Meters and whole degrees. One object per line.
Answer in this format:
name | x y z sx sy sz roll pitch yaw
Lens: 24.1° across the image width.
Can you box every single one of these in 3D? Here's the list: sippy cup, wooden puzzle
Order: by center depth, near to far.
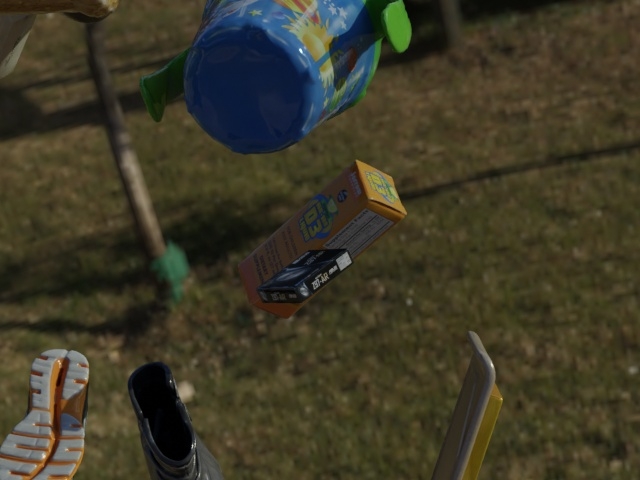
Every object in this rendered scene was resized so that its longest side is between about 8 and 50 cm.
wooden puzzle | 0.161 0.230 1.677 0.044 0.238 0.221 13 4 2
sippy cup | -0.059 -0.217 1.816 0.305 0.240 0.224 -52 6 28

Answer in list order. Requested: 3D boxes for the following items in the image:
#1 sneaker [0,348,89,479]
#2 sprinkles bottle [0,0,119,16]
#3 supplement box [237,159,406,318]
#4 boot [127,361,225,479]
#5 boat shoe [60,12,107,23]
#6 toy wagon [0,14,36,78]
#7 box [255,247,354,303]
sneaker | -0.286 0.215 1.592 0.084 0.083 0.215 10 41 1
sprinkles bottle | -0.292 -0.177 0.833 0.356 0.121 0.121 -2 29 2
supplement box | 0.000 0.000 1.955 0.233 0.080 0.078 -41 46 23
boot | -0.173 0.343 2.016 0.118 0.222 0.338 -28 57 -14
boat shoe | -0.231 -0.327 1.384 0.096 0.335 0.112 21 54 29
toy wagon | -0.435 -0.324 1.570 0.068 0.344 0.267 -37 -10 -40
box | -0.016 0.037 1.546 0.083 0.018 0.067 -36 20 -33
